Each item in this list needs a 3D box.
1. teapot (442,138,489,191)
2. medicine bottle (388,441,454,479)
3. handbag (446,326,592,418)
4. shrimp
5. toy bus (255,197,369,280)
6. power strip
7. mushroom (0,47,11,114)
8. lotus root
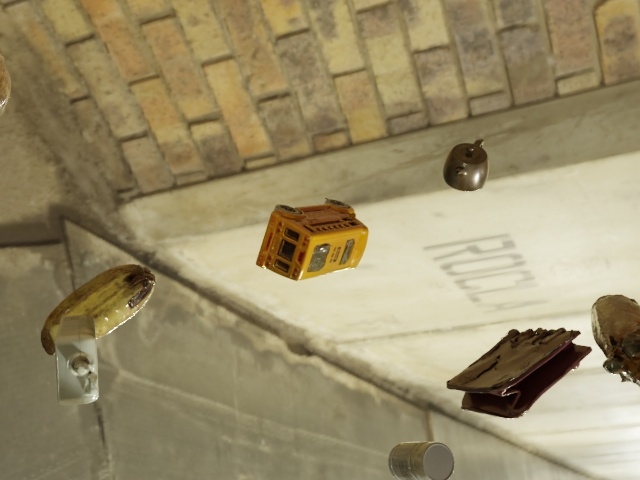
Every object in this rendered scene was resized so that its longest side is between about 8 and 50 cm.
[{"bbox_3d":[0.251,-0.135,1.341,0.121,0.076,0.068,-49,154,-40],"label":"teapot"},{"bbox_3d":[0.144,0.319,1.142,0.058,0.091,0.058,7,73,-25],"label":"medicine bottle"},{"bbox_3d":[0.356,0.234,1.435,0.074,0.216,0.203,60,-23,-5],"label":"handbag"},{"bbox_3d":[0.345,0.114,0.817,0.294,0.154,0.062,-15,131,-64],"label":"shrimp"},{"bbox_3d":[0.000,0.000,0.885,0.162,0.074,0.070,-10,122,-59],"label":"toy bus"},{"bbox_3d":[-0.369,0.176,1.208,0.338,0.058,0.098,-179,-93,-73],"label":"power strip"},{"bbox_3d":[-0.669,-0.328,1.517,0.151,0.156,0.286,48,-16,28],"label":"mushroom"},{"bbox_3d":[-0.439,0.131,1.567,0.258,0.097,0.110,-35,97,-35],"label":"lotus root"}]
